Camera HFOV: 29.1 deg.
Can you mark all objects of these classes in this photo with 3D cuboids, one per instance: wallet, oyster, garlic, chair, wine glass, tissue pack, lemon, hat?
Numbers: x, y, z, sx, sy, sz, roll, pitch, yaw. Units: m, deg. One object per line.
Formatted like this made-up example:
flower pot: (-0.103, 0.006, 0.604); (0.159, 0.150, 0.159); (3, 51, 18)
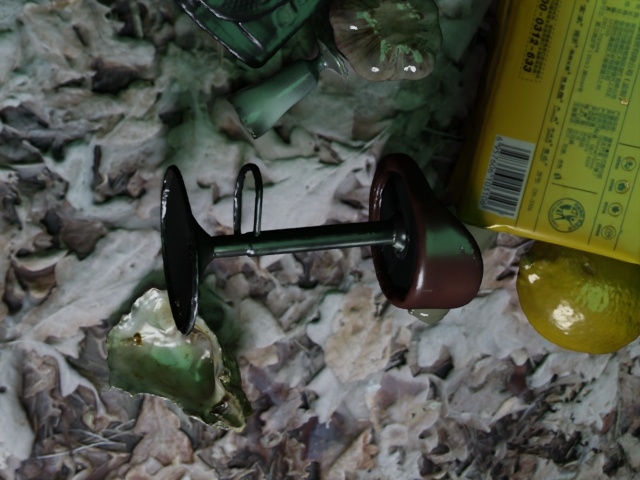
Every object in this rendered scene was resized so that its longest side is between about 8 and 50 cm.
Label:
wallet: (-0.116, -0.394, 1.562); (0.323, 0.041, 0.247); (41, 94, -25)
oyster: (-0.191, 0.178, 1.747); (0.233, 0.107, 0.161); (43, 100, -9)
garlic: (0.085, -0.282, 1.635); (0.159, 0.102, 0.147); (27, 87, -14)
chair: (0.000, 0.000, 1.655); (0.401, 0.226, 0.227); (-4, 112, -16)
wine glass: (-0.043, -0.204, 1.643); (0.155, 0.072, 0.072); (-35, 117, -3)
tissue pack: (0.357, -0.192, 1.661); (0.293, 0.228, 0.382); (13, 108, 3)
lemon: (0.393, 0.074, 1.831); (0.256, 0.188, 0.188); (30, 100, -31)
hat: (0.178, 0.031, 1.783); (0.147, 0.085, 0.175); (33, 118, -23)
